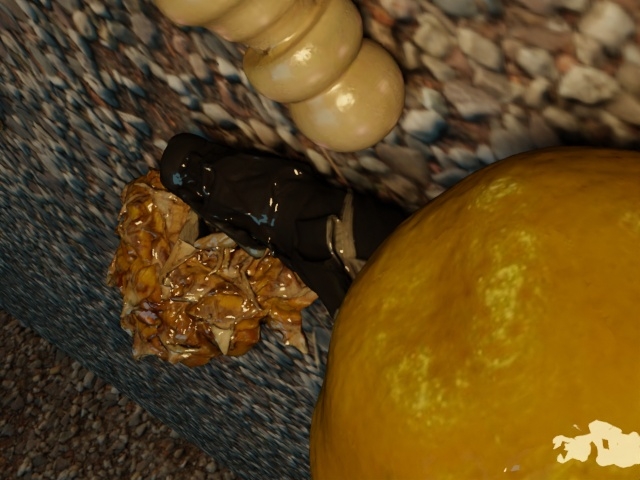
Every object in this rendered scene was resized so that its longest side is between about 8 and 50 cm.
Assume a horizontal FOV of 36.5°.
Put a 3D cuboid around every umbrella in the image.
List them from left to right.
[{"bbox_3d":[0.001,0.005,0.711,0.358,0.106,0.113,25,167,37],"label":"umbrella"}]

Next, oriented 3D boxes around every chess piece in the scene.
[{"bbox_3d":[-0.018,-0.119,0.531,0.170,0.094,0.094,43,161,-31],"label":"chess piece"}]

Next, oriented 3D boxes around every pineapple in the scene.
[{"bbox_3d":[-0.141,0.031,0.940,0.335,0.161,0.158,21,150,48],"label":"pineapple"}]

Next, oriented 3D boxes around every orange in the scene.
[{"bbox_3d":[0.129,0.096,0.450,0.279,0.235,0.279,12,124,19],"label":"orange"}]

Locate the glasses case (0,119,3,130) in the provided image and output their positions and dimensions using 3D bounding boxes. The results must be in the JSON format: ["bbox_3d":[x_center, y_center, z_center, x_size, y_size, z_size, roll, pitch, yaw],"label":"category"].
[{"bbox_3d":[-0.509,-0.185,1.254,0.205,0.071,0.047,34,162,14],"label":"glasses case"}]
